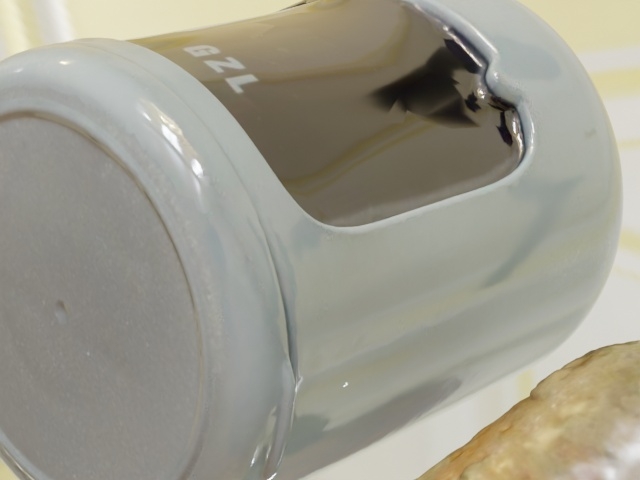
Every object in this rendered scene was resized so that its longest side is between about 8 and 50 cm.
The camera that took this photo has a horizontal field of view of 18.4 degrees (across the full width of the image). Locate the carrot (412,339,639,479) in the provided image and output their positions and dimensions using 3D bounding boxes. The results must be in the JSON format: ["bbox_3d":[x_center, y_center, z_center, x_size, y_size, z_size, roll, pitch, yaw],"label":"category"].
[{"bbox_3d":[0.051,0.157,0.766,0.139,0.302,0.139,59,0,1],"label":"carrot"}]

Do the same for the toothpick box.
[{"bbox_3d":[0.000,0.000,1.016,0.263,0.354,0.263,18,-64,40],"label":"toothpick box"}]
